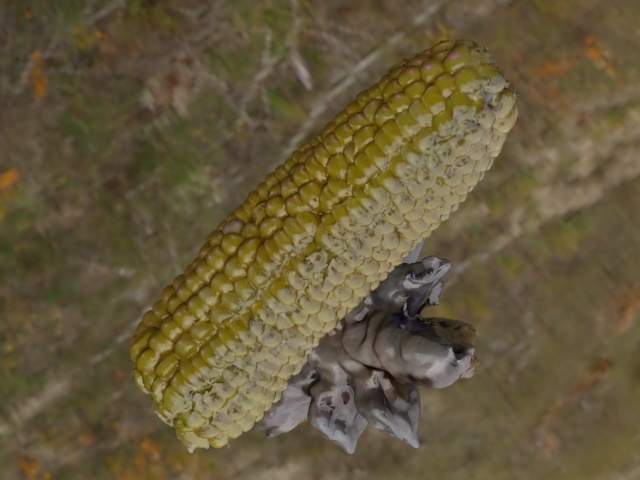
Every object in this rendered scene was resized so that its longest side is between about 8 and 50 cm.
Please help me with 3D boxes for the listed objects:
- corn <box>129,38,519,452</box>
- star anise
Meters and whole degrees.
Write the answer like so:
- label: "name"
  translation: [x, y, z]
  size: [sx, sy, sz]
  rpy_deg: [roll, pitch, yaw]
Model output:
- label: "corn"
  translation: [0.000, 0.000, 0.960]
  size: [0.291, 0.101, 0.101]
  rpy_deg: [-46, 150, 16]
- label: "star anise"
  translation: [0.022, 0.052, 1.151]
  size: [0.093, 0.236, 0.229]
  rpy_deg: [-8, 115, -43]
